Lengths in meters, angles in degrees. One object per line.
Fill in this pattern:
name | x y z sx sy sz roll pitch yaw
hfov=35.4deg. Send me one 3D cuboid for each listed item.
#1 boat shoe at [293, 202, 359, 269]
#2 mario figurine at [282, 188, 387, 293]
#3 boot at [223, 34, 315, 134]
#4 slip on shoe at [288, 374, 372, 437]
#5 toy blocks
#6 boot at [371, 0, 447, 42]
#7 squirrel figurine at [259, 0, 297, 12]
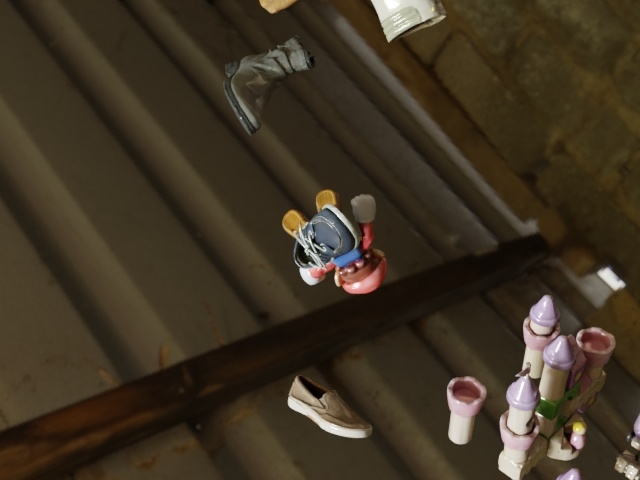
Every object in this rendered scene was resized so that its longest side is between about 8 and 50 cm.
boat shoe | 0.000 0.000 1.760 0.079 0.254 0.095 -35 -89 -14
mario figurine | 0.033 -0.003 2.185 0.320 0.198 0.170 49 -131 -52
boot | -0.086 -0.292 1.795 0.246 0.161 0.083 -100 -16 -56
slip on shoe | 0.013 0.217 1.312 0.051 0.041 0.135 -2 -162 -44
toy blocks | 0.410 0.246 1.669 0.309 0.260 0.288 33 -131 32
boot | 0.161 -0.419 1.538 0.165 0.213 0.077 63 -161 6
squirrel figurine | 0.010 -0.622 1.546 0.281 0.397 0.370 44 -129 -22
